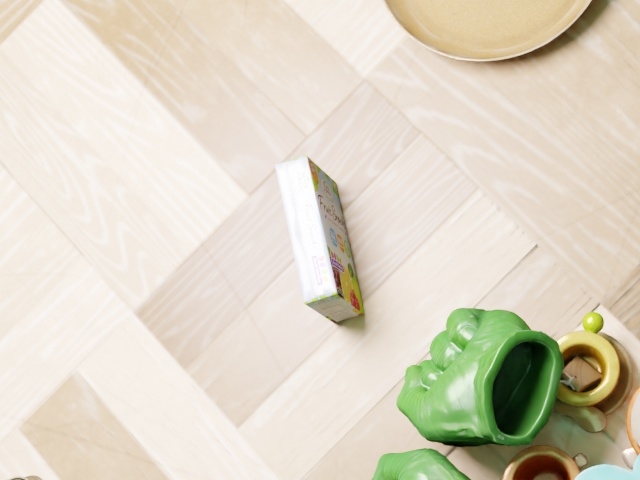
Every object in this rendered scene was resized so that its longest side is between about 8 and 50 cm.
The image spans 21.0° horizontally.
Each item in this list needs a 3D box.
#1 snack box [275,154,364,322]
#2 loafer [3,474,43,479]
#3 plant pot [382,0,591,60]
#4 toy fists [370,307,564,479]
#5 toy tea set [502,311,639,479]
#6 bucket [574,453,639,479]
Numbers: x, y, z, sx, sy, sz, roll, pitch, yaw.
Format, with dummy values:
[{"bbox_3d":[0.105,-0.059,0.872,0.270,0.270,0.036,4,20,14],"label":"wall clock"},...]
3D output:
[{"bbox_3d":[0.000,0.000,1.654,0.037,0.100,0.141,-16,72,12],"label":"snack box"},{"bbox_3d":[-0.337,0.280,1.708,0.148,0.050,0.056,-33,70,6],"label":"loafer"},{"bbox_3d":[0.170,-0.285,1.714,0.236,0.032,0.236,-4,75,14],"label":"plant pot"},{"bbox_3d":[0.115,0.191,1.550,0.096,0.142,0.279,22,82,-23],"label":"toy fists"},{"bbox_3d":[0.238,0.233,1.513,0.200,0.124,0.336,18,82,19],"label":"toy tea set"},{"bbox_3d":[0.288,0.320,1.372,0.281,0.281,0.183,-38,40,4],"label":"bucket"}]
